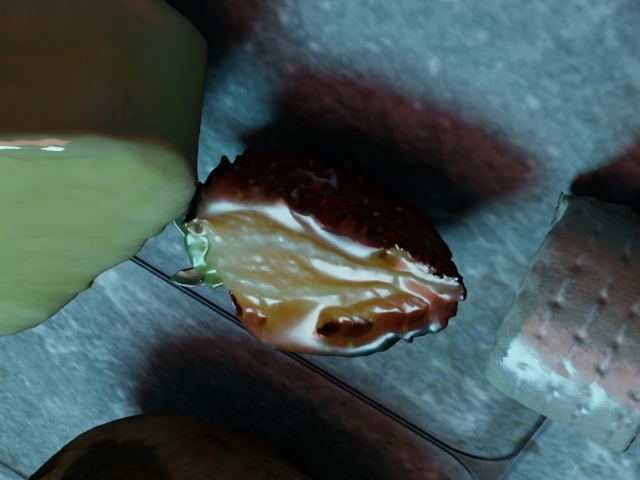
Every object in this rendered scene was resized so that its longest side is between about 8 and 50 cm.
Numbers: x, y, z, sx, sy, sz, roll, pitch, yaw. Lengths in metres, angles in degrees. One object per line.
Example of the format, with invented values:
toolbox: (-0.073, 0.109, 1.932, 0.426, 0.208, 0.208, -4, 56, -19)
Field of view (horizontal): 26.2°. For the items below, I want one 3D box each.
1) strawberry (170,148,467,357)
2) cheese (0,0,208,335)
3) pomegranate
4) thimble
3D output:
strawberry: (-0.003, -0.001, 0.774, 0.140, 0.085, 0.192, 44, 144, -11)
cheese: (-0.279, -0.059, 0.789, 0.383, 0.104, 0.384, 5, 158, 2)
pomegranate: (-0.103, 0.274, 1.023, 0.322, 0.322, 0.322, 23, 144, 18)
thimble: (0.139, 0.041, 0.691, 0.090, 0.102, 0.115, 27, 116, 12)
